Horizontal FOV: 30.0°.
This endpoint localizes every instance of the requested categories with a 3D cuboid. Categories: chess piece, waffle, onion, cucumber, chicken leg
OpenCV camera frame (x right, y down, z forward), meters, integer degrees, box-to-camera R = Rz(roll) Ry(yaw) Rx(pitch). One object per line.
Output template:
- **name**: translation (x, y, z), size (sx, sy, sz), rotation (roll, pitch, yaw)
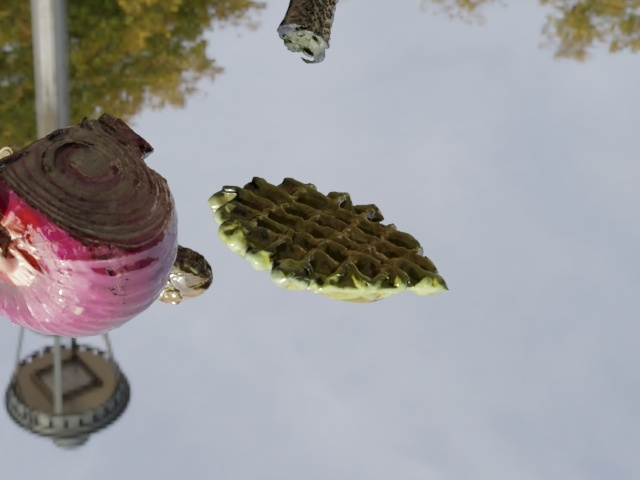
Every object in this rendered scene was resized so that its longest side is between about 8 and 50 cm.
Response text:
- **chess piece**: translation (-0.504, -0.114, 1.948), size (0.038, 0.083, 0.083), rotation (13, -154, -40)
- **waffle**: translation (-0.001, 0.002, 1.192), size (0.223, 0.054, 0.204), rotation (4, -151, -30)
- **onion**: translation (-0.290, 0.002, 1.352), size (0.272, 0.256, 0.230), rotation (-41, -82, -23)
- **cucumber**: translation (-0.005, -0.312, 1.501), size (0.067, 0.067, 0.245), rotation (9, -135, 3)
- **chicken leg**: translation (-0.250, 0.057, 1.720), size (0.198, 0.085, 0.069), rotation (-16, -158, 15)
